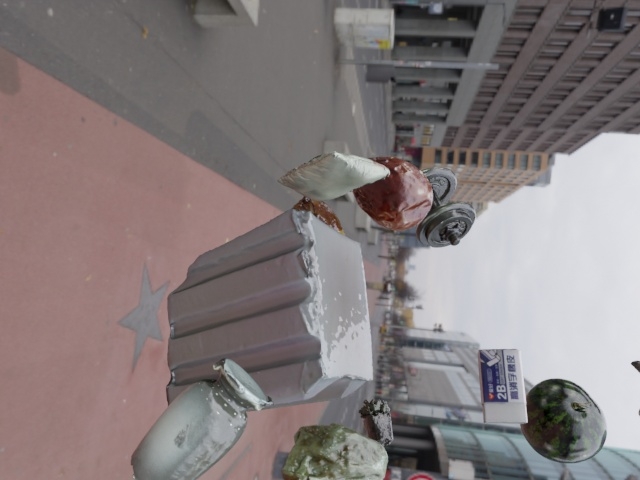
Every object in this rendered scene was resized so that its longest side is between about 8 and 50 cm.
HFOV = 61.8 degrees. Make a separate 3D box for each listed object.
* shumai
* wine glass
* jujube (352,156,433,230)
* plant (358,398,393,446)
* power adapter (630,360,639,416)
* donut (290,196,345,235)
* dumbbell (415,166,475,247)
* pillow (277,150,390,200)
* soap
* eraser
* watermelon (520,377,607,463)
[{"bbox_3d":[0.035,0.608,1.372,0.222,0.260,0.225,-72,165,-48],"label":"shumai"},{"bbox_3d":[-0.179,0.276,0.792,0.204,0.111,0.111,-45,167,-3],"label":"wine glass"},{"bbox_3d":[0.161,-0.124,1.296,0.236,0.168,0.168,42,-38,46],"label":"jujube"},{"bbox_3d":[0.169,0.546,1.619,0.092,0.094,0.143,97,-12,-50],"label":"plant"},{"bbox_3d":[0.507,0.211,0.706,0.205,0.125,0.130,-117,-149,-52],"label":"power adapter"},{"bbox_3d":[0.001,0.001,1.355,0.141,0.085,0.217,7,60,-61],"label":"donut"},{"bbox_3d":[0.353,-0.101,1.626,0.192,0.191,0.290,84,-11,-53],"label":"dumbbell"},{"bbox_3d":[0.019,-0.120,1.029,0.229,0.128,0.051,-14,-116,58],"label":"pillow"},{"bbox_3d":[-0.122,0.180,1.137,0.212,0.434,0.351,17,58,-51],"label":"soap"},{"bbox_3d":[0.540,0.434,1.595,0.068,0.124,0.210,69,21,-65],"label":"eraser"},{"bbox_3d":[0.784,0.587,1.747,0.269,0.268,0.269,5,90,-82],"label":"watermelon"}]
